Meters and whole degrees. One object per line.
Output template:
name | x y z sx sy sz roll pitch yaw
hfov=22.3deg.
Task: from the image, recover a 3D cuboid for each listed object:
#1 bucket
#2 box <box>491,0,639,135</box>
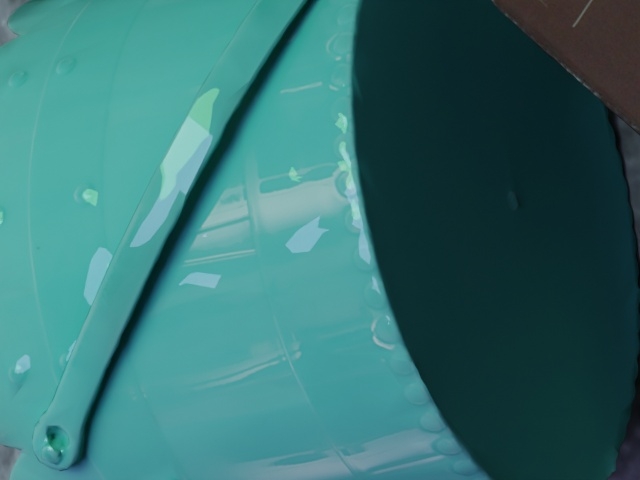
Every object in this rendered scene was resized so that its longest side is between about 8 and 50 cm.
bucket | 0.000 0.000 0.663 0.183 0.281 0.281 -13 81 31
box | 0.207 -0.083 0.562 0.203 0.167 0.168 48 116 28
